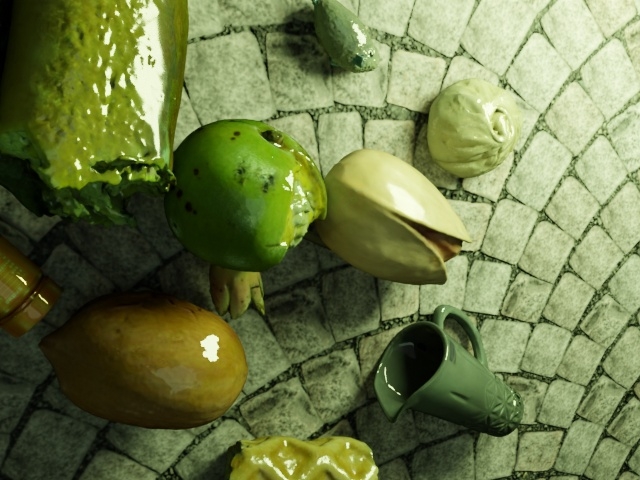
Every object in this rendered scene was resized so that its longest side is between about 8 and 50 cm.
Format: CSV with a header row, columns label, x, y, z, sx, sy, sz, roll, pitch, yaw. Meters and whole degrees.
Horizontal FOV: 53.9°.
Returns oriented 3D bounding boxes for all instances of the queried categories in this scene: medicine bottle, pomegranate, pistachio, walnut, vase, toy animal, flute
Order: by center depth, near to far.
label,x,y,z,sx,sy,sz,roll,pitch,yaw
medicine bottle,-0.458,0.038,0.859,0.096,0.096,0.192,-45,114,-6
pomegranate,-0.119,-0.027,0.918,0.235,0.236,0.302,2,122,-22
walnut,-0.252,0.169,0.920,0.297,0.203,0.203,17,96,-18
toy animal,-0.006,-0.342,0.968,0.252,0.070,0.079,30,74,-22
pistachio,0.118,-0.031,1.023,0.299,0.187,0.188,29,91,-28
flute,0.000,0.000,1.070,0.233,0.027,0.027,23,93,-24
vase,0.258,0.262,1.181,0.300,0.156,0.251,33,64,-30

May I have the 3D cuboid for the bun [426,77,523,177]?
label,x,y,z,sx,sy,sz,roll,pitch,yaw
bun,0.276,-0.190,1.094,0.183,0.102,0.184,-5,106,-18

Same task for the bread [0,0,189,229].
label,x,y,z,sx,sy,sz,roll,pitch,yaw
bread,-0.276,-0.218,0.761,0.251,0.208,0.377,14,75,-51

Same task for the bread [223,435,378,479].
label,x,y,z,sx,sy,sz,roll,pitch,yaw
bread,-0.047,0.433,1.061,0.251,0.238,0.196,2,65,-17
